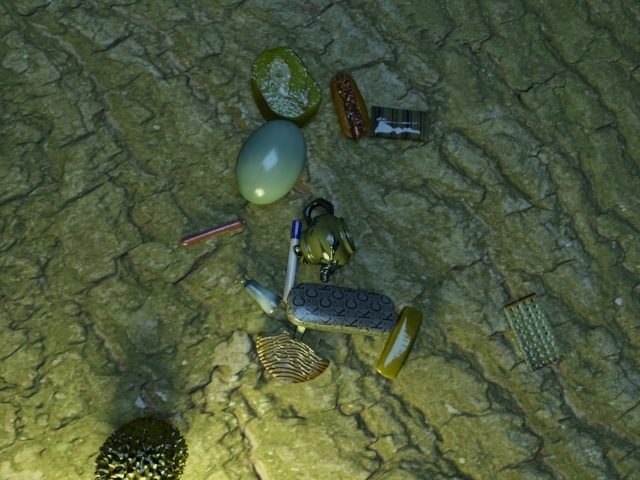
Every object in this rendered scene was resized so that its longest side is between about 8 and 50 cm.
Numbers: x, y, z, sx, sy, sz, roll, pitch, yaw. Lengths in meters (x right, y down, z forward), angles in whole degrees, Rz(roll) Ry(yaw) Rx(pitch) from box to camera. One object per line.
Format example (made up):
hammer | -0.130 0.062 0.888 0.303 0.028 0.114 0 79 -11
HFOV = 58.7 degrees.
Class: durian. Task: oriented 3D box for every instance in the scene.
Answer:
durian | -0.504 0.643 1.577 0.259 0.258 0.292 18 90 -4

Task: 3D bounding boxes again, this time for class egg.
egg | -0.153 -0.245 1.769 0.203 0.203 0.282 26 84 -2

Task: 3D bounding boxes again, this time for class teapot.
teapot | 0.000 0.000 1.779 0.183 0.173 0.269 -21 73 12

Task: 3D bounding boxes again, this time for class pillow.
pillow | 0.270 -0.396 1.926 0.204 0.038 0.113 4 81 -5

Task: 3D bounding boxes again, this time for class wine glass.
wine glass | -0.195 0.158 1.767 0.155 0.072 0.072 39 79 2

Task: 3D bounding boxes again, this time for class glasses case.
glasses case | 0.068 0.214 1.761 0.355 0.085 0.137 10 61 -15
glasses case | 0.252 0.322 1.796 0.079 0.064 0.234 28 79 -8

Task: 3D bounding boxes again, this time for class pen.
pen | -0.090 0.068 1.813 0.033 0.033 0.268 8 80 -5

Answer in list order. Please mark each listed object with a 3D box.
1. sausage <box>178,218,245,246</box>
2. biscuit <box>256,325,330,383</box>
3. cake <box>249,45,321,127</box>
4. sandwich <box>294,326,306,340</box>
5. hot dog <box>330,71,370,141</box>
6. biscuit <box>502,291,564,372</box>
sausage | -0.343 -0.026 1.800 0.223 0.029 0.029 -20 84 -9
biscuit | -0.084 0.354 1.760 0.229 0.031 0.176 0 89 -4
cake | -0.123 -0.490 1.843 0.179 0.156 0.260 -33 84 -17
sandwich | -0.058 0.272 1.783 0.031 0.044 0.083 24 122 2
hot dog | 0.102 -0.448 1.896 0.102 0.076 0.248 -13 82 -12
biscuit | 0.700 0.302 1.877 0.139 0.016 0.231 -22 84 -10
